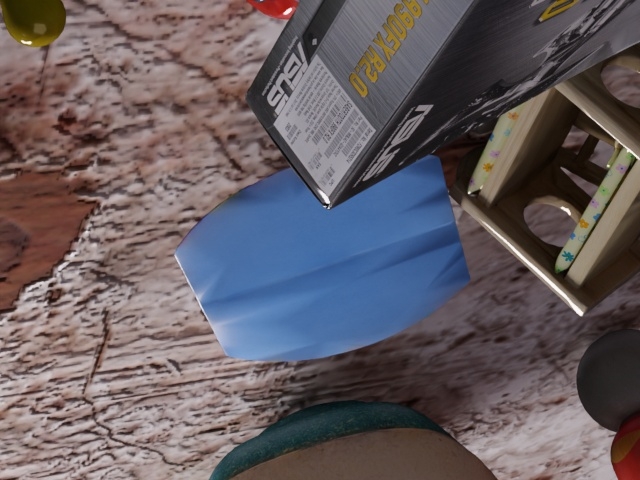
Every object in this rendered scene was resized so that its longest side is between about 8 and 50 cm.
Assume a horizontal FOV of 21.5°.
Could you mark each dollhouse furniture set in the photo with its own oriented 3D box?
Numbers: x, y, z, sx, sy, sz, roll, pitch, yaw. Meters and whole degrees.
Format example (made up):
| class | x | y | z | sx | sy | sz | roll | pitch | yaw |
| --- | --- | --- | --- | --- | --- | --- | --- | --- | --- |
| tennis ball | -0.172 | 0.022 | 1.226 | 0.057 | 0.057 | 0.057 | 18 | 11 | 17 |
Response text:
| class | x | y | z | sx | sy | sz | roll | pitch | yaw |
| --- | --- | --- | --- | --- | --- | --- | --- | --- | --- |
| dollhouse furniture set | 0.165 | -0.086 | 0.792 | 0.161 | 0.101 | 0.182 | -33 | 159 | -36 |

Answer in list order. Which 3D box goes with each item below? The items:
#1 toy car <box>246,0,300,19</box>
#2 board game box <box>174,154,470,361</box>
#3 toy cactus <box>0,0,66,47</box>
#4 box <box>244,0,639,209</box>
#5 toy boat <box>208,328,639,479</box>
| class | x | y | z | sx | sy | sz | roll | pitch | yaw |
| --- | --- | --- | --- | --- | --- | --- | --- | --- | --- |
| toy car | 0.017 | -0.139 | 0.538 | 0.239 | 0.053 | 0.225 | -45 | 166 | 31 |
| board game box | 0.000 | 0.000 | 0.840 | 0.133 | 0.033 | 0.168 | -19 | 145 | 2 |
| toy cactus | -0.155 | -0.125 | 0.498 | 0.181 | 0.112 | 0.219 | 8 | 144 | -13 |
| box | 0.091 | -0.119 | 0.557 | 0.183 | 0.056 | 0.231 | -28 | 166 | -33 |
| toy boat | 0.085 | 0.159 | 1.062 | 0.318 | 0.148 | 0.267 | -16 | 145 | 3 |
